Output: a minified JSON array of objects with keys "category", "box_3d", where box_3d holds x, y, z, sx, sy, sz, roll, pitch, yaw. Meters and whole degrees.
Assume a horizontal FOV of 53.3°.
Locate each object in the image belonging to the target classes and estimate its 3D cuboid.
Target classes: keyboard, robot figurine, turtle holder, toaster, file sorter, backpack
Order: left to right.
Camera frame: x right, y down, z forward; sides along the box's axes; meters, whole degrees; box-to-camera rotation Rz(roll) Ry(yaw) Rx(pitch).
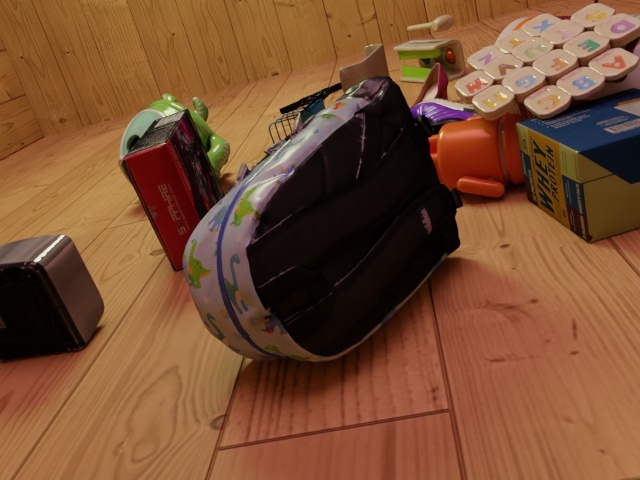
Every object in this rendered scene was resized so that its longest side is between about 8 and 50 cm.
[{"category":"toaster","box_3d":[-0.459,0.085,1.002,0.168,0.186,0.110,-11,27,14]},{"category":"turtle holder","box_3d":[-0.369,-0.213,1.653,0.320,0.243,0.227,36,61,13]},{"category":"file sorter","box_3d":[-0.051,-0.297,1.728,0.104,0.118,0.170,-9,22,27]},{"category":"keyboard","box_3d":[-0.015,-0.351,1.618,0.192,0.038,0.100,-21,6,17]},{"category":"backpack","box_3d":[0.000,0.000,0.810,0.273,0.290,0.356,-12,27,33]},{"category":"robot figurine","box_3d":[0.291,-0.153,1.130,0.219,0.128,0.158,-5,18,28]}]

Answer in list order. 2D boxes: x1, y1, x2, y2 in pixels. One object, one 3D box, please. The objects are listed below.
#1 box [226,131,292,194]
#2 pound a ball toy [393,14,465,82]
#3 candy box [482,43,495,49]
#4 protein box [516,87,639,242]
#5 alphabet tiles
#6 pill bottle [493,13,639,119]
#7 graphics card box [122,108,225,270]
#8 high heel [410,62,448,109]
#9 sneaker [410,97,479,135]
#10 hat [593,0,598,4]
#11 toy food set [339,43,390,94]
[{"category":"box","box_3d":[0.002,-0.143,1.309,0.321,0.079,0.257,4,43,41]},{"category":"pound a ball toy","box_3d":[0.377,-0.651,2.157,0.135,0.208,0.319,-23,22,-16]},{"category":"candy box","box_3d":[0.638,-0.593,2.017,0.159,0.071,0.233,-19,23,-6]},{"category":"protein box","box_3d":[0.427,-0.119,0.934,0.199,0.136,0.201,-17,22,0]},{"category":"alphabet tiles","box_3d":[0.371,-0.302,1.060,0.284,0.021,0.278,-29,37,5]},{"category":"pill bottle","box_3d":[0.518,-0.287,1.139,0.224,0.224,0.392,-30,32,-30]},{"category":"graphics card box","box_3d":[-0.285,-0.120,1.307,0.094,0.233,0.371,-20,21,1]},{"category":"high heel","box_3d":[0.283,-0.395,1.726,0.082,0.117,0.244,4,29,41]},{"category":"sneaker","box_3d":[0.249,-0.238,1.392,0.146,0.102,0.293,-29,25,-27]},{"category":"hat","box_3d":[0.671,-0.504,1.627,0.172,0.184,0.208,-13,22,9]},{"category":"toy food set","box_3d":[0.120,-0.362,1.625,0.092,0.220,0.306,-7,24,21]}]
